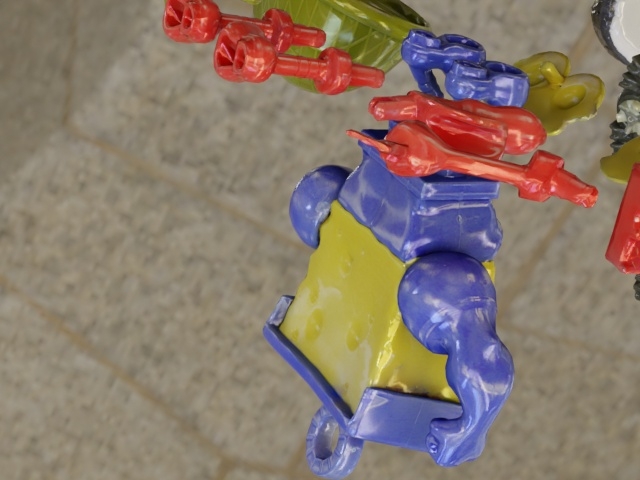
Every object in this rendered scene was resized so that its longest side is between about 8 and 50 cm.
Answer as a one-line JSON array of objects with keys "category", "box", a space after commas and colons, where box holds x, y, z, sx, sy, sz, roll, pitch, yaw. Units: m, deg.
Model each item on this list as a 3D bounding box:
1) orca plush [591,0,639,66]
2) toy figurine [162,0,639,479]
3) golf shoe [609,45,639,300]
[{"category": "orca plush", "box": [0.321, -0.174, 1.510, 0.287, 0.151, 0.102, -14, -158, -18]}, {"category": "toy figurine", "box": [0.000, 0.000, 0.928, 0.191, 0.217, 0.362, 4, -159, -30]}, {"category": "golf shoe", "box": [0.254, -0.044, 1.250, 0.105, 0.273, 0.120, 24, -131, 34]}]
